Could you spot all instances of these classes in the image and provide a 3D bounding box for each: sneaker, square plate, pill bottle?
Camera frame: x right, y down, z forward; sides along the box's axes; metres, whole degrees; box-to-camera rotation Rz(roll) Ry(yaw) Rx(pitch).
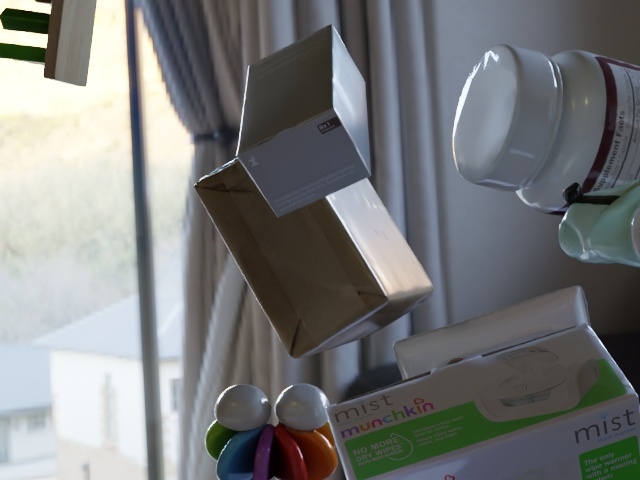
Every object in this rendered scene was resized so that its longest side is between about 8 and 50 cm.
[{"bbox_3d":[0.345,-0.048,1.151,0.255,0.094,0.151,-24,12,-30],"label":"sneaker"},{"bbox_3d":[0.339,0.281,2.115,0.347,0.344,0.049,-17,24,3],"label":"square plate"},{"bbox_3d":[0.396,-0.131,1.615,0.392,0.224,0.224,11,-5,-17],"label":"pill bottle"}]

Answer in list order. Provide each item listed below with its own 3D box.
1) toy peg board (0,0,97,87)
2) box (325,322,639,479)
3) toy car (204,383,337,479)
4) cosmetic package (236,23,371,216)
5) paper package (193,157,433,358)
[{"bbox_3d":[-0.326,-0.273,1.416,0.079,0.161,0.160,8,5,1],"label":"toy peg board"},{"bbox_3d":[0.162,0.231,1.102,0.261,0.231,0.127,-16,32,-3],"label":"box"},{"bbox_3d":[-0.064,0.283,1.578,0.181,0.159,0.136,0,35,-3],"label":"toy car"},{"bbox_3d":[-0.017,-0.145,1.382,0.127,0.107,0.238,-23,33,16],"label":"cosmetic package"},{"bbox_3d":[0.000,0.000,1.782,0.168,0.310,0.325,-34,-9,16],"label":"paper package"}]
